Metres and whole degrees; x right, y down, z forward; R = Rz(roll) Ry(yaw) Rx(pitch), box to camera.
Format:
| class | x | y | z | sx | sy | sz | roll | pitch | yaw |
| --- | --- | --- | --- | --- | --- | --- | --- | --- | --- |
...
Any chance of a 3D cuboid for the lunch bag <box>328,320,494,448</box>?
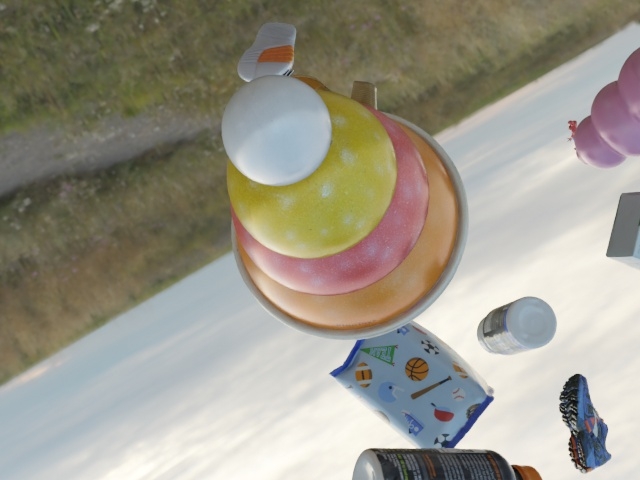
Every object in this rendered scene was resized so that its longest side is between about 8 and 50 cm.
| class | x | y | z | sx | sy | sz | roll | pitch | yaw |
| --- | --- | --- | --- | --- | --- | --- | --- | --- | --- |
| lunch bag | 0.225 | 0.329 | 2.047 | 0.239 | 0.328 | 0.385 | -51 | 170 | 8 |

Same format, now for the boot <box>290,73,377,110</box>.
| class | x | y | z | sx | sy | sz | roll | pitch | yaw |
| --- | --- | --- | --- | --- | --- | --- | --- | --- | --- |
| boot | -0.016 | -0.260 | 1.949 | 0.295 | 0.211 | 0.104 | 2 | 151 | 14 |

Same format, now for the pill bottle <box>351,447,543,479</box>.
| class | x | y | z | sx | sy | sz | roll | pitch | yaw |
| --- | --- | --- | --- | --- | --- | --- | --- | --- | --- |
| pill bottle | 0.174 | 0.343 | 1.158 | 0.246 | 0.130 | 0.130 | 5 | 173 | -16 |

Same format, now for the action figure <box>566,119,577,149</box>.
| class | x | y | z | sx | sy | sz | roll | pitch | yaw |
| --- | --- | --- | --- | --- | --- | --- | --- | --- | --- |
| action figure | 0.618 | -0.261 | 2.123 | 0.030 | 0.038 | 0.115 | 4 | 158 | 25 |

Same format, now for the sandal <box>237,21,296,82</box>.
| class | x | y | z | sx | sy | sz | roll | pitch | yaw |
| --- | --- | --- | --- | --- | --- | --- | --- | --- | --- |
| sandal | -0.096 | -0.364 | 1.767 | 0.102 | 0.076 | 0.265 | 7 | -144 | 7 |

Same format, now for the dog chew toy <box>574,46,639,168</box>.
| class | x | y | z | sx | sy | sz | roll | pitch | yaw |
| --- | --- | --- | --- | --- | --- | --- | --- | --- | --- |
| dog chew toy | 0.681 | -0.275 | 1.864 | 0.207 | 0.206 | 0.332 | -34 | 171 | -46 |

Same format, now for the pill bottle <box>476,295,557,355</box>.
| class | x | y | z | sx | sy | sz | roll | pitch | yaw |
| --- | --- | --- | --- | --- | --- | --- | --- | --- | --- |
| pill bottle | 0.291 | 0.132 | 1.311 | 0.078 | 0.078 | 0.137 | -31 | 174 | -18 |

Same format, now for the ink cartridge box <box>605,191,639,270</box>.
| class | x | y | z | sx | sy | sz | roll | pitch | yaw |
| --- | --- | --- | --- | --- | --- | --- | --- | --- | --- |
| ink cartridge box | 0.751 | -0.003 | 1.924 | 0.087 | 0.209 | 0.153 | -3 | -110 | 65 |

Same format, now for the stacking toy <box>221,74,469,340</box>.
| class | x | y | z | sx | sy | sz | roll | pitch | yaw |
| --- | --- | --- | --- | --- | --- | --- | --- | --- | --- |
| stacking toy | 0.003 | -0.076 | 1.085 | 0.351 | 0.350 | 0.480 | -30 | 162 | 2 |

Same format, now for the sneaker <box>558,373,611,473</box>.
| class | x | y | z | sx | sy | sz | roll | pitch | yaw |
| --- | --- | --- | --- | --- | --- | --- | --- | --- | --- |
| sneaker | 0.603 | 0.411 | 1.973 | 0.087 | 0.221 | 0.083 | -6 | 176 | -18 |
